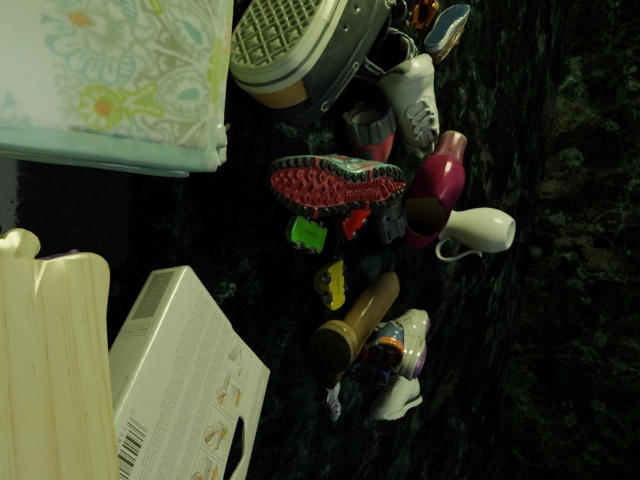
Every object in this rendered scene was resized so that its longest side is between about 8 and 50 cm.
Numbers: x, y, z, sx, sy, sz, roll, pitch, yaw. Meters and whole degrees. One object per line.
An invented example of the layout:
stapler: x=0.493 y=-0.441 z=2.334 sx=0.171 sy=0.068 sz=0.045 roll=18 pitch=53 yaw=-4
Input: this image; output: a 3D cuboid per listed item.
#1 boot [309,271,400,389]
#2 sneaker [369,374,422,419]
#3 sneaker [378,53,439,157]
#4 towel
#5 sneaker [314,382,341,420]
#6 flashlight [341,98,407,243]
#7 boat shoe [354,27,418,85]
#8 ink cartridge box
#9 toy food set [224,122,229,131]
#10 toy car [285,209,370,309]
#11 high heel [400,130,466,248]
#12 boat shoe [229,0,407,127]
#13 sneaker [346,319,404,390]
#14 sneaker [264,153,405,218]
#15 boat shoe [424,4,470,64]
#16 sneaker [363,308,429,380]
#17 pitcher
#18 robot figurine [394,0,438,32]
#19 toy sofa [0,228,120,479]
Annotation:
boot: x=0.083 y=0.155 z=0.950 sx=0.269 sy=0.089 sz=0.236 roll=-46 pitch=164 yaw=-34
sneaker: x=0.198 y=0.415 z=1.228 sx=0.235 sy=0.090 sz=0.095 roll=-4 pitch=90 yaw=-57
sneaker: x=0.197 y=-0.263 z=0.908 sx=0.129 sy=0.111 sz=0.297 roll=69 pitch=14 yaw=14
towel: x=-0.243 y=-0.233 z=0.433 sx=0.374 sy=0.090 sz=0.321 roll=-2 pitch=98 yaw=-50
sneaker: x=0.011 y=0.354 z=0.988 sx=0.069 sy=0.038 sz=0.098 roll=-8 pitch=96 yaw=-51
flashlight: x=0.127 y=-0.139 z=0.957 sx=0.103 sy=0.103 sz=0.304 roll=-26 pitch=133 yaw=-3
boat shoe: x=0.135 y=-0.366 z=0.892 sx=0.301 sy=0.102 sz=0.108 roll=-17 pitch=113 yaw=-50
ink cartridge box: x=-0.173 y=0.226 z=0.572 sx=0.296 sy=0.066 sz=0.261 roll=-80 pitch=153 yaw=-46
toy food set: x=-0.164 y=-0.183 z=0.611 sx=0.078 sy=0.019 sz=0.122 roll=-59 pitch=140 yaw=-25
toy car: x=0.000 y=0.000 z=0.857 sx=0.225 sy=0.053 sz=0.239 roll=25 pitch=78 yaw=-53
high heel: x=0.226 y=-0.053 z=1.011 sx=0.377 sy=0.127 sz=0.181 roll=89 pitch=24 yaw=-54
boat shoe: x=0.036 y=-0.388 z=0.697 sx=0.500 sy=0.186 sz=0.156 roll=-63 pitch=149 yaw=-16
sneaker: x=0.124 y=0.243 z=0.948 sx=0.087 sy=0.083 sz=0.221 roll=-58 pitch=178 yaw=-42
sneaker: x=0.015 y=-0.102 z=0.811 sx=0.261 sy=0.125 sz=0.104 roll=1 pitch=109 yaw=-28
boat shoe: x=0.316 y=-0.516 z=1.135 sx=0.183 sy=0.066 sz=0.066 roll=-52 pitch=142 yaw=-17
sneaker: x=0.188 y=0.228 z=1.125 sx=0.305 sy=0.152 sz=0.114 roll=-30 pitch=137 yaw=-74
pitcher: x=0.441 y=-0.011 z=1.317 sx=0.125 sy=0.207 sz=0.178 roll=3 pitch=99 yaw=-53
robot figurine: x=0.215 y=-0.545 z=0.865 sx=0.291 sy=0.085 sz=0.211 roll=102 pitch=8 yaw=-61
toy sofa: x=-0.265 y=0.181 z=0.341 sx=0.177 sy=0.150 sz=0.363 roll=9 pitch=63 yaw=-59
